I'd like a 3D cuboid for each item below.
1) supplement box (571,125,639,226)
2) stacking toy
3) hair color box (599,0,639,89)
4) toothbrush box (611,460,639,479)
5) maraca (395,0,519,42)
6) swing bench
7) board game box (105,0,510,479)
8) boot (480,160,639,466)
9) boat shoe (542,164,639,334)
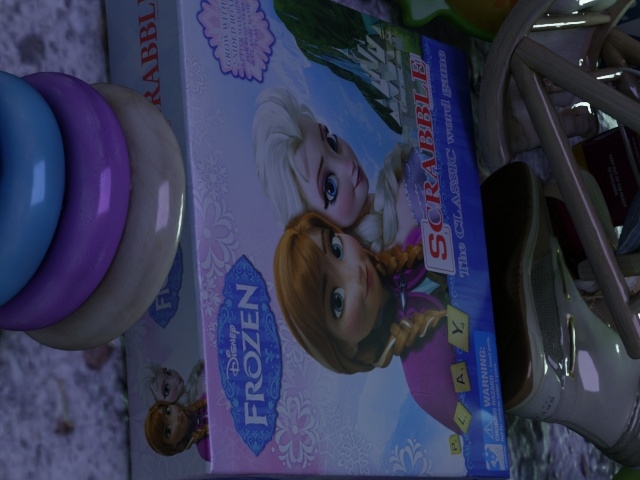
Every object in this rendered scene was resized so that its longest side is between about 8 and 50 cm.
[{"bbox_3d":[0.329,-0.074,1.441,0.104,0.188,0.080,-24,99,-53],"label":"supplement box"},{"bbox_3d":[-0.226,-0.040,0.764,0.330,0.141,0.141,15,67,-43],"label":"stacking toy"},{"bbox_3d":[0.229,-0.281,1.448,0.347,0.105,0.173,45,46,-35],"label":"hair color box"},{"bbox_3d":[0.246,0.315,1.204,0.283,0.122,0.206,-46,116,-32],"label":"toothbrush box"},{"bbox_3d":[0.122,-0.214,1.297,0.186,0.099,0.127,-1,75,-26],"label":"maraca"},{"bbox_3d":[0.249,-0.078,1.263,0.254,0.165,0.253,52,25,10],"label":"swing bench"},{"bbox_3d":[0.000,0.000,1.085,0.318,0.066,0.318,10,71,-51],"label":"board game box"},{"bbox_3d":[0.186,0.056,1.271,0.165,0.077,0.213,27,48,-33],"label":"boot"},{"bbox_3d":[0.226,0.022,1.386,0.059,0.063,0.170,-37,99,-49],"label":"boat shoe"}]
